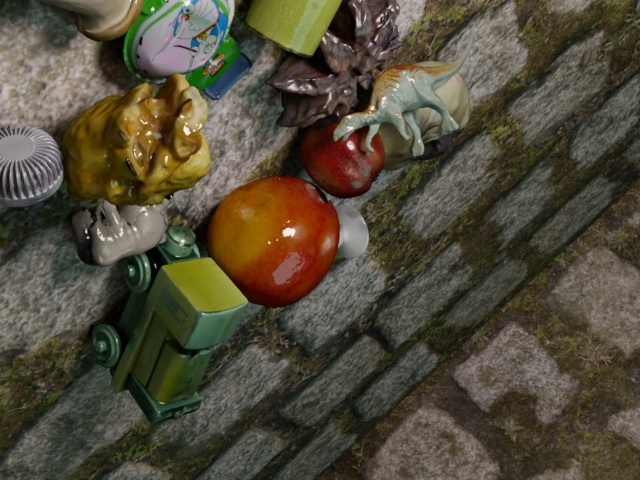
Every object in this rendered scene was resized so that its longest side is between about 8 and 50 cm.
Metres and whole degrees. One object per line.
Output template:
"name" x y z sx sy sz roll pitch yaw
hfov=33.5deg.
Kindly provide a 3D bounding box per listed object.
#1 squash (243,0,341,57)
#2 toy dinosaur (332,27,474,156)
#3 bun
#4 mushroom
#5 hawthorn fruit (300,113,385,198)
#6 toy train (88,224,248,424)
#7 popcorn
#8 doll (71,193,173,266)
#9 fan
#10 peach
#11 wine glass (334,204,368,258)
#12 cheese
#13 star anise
"squash" -0.014 -0.428 1.708 0.132 0.132 0.247 1 125 -54
"toy dinosaur" 0.193 -0.274 2.034 0.393 0.092 0.205 -46 125 -13
"bun" 0.194 -0.251 2.222 0.273 0.168 0.273 -25 154 -14
"mushroom" -0.343 -0.357 1.371 0.128 0.128 0.350 -45 158 5
"hawthorn fruit" 0.034 -0.174 2.109 0.169 0.188 0.169 -51 -175 6
"toy train" -0.301 0.170 2.064 0.160 0.253 0.397 -11 139 -45
"popcorn" -0.274 -0.140 1.631 0.253 0.190 0.191 -18 -153 34
"doll" -0.347 -0.021 1.893 0.192 0.095 0.149 -27 147 -24
"fan" -0.500 -0.097 1.555 0.244 0.130 0.074 -16 142 -20
"peach" -0.092 -0.005 2.114 0.281 0.238 0.281 -4 103 -19
"wine glass" 0.000 0.000 2.344 0.196 0.165 0.165 -24 149 -46
"cheese" -0.199 -0.312 1.672 0.204 0.083 0.320 -44 153 3
"star anise" 0.037 -0.326 1.940 0.332 0.117 0.331 -39 154 -24
